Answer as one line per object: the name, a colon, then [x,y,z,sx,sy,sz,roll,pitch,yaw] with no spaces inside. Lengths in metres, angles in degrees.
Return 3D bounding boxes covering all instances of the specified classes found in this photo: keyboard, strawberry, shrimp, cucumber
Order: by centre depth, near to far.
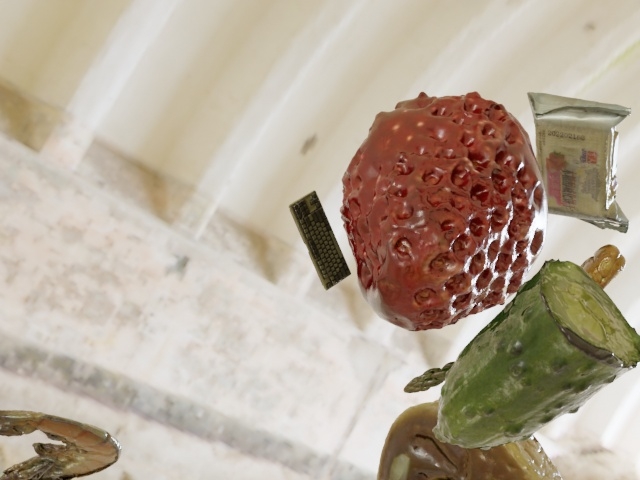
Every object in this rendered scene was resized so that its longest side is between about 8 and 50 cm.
cucumber: [0.190,0.135,1.171,0.134,0.244,0.134,26,38,-22]
shrimp: [-0.305,0.215,1.208,0.195,0.035,0.148,-23,-37,26]
strawberry: [0.161,-0.016,1.542,0.295,0.317,0.345,26,24,-6]
keyboard: [0.000,0.000,1.595,0.015,0.049,0.129,-1,-64,58]

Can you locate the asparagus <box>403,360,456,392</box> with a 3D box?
asparagus: [0.221,0.163,1.595,0.034,0.236,0.027,54,18,-68]

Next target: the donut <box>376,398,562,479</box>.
donut: [0.234,0.384,1.769,0.330,0.330,0.160,29,25,31]

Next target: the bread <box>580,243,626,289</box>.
bread: [0.412,0.042,1.741,0.046,0.083,0.081,46,38,0]

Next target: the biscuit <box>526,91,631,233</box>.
biscuit: [0.443,-0.134,2.029,0.186,0.079,0.309,14,-38,21]
